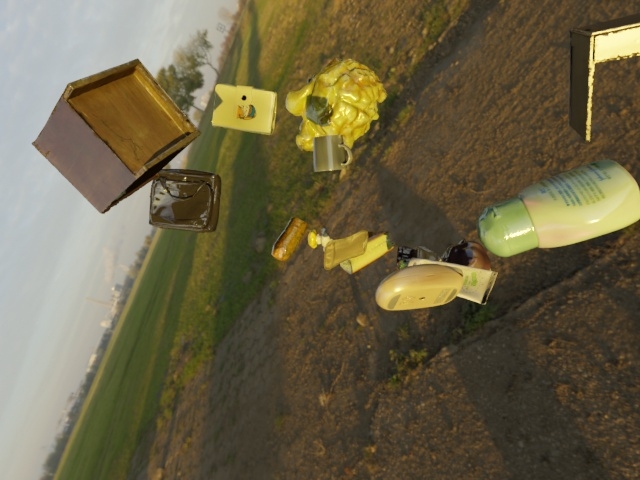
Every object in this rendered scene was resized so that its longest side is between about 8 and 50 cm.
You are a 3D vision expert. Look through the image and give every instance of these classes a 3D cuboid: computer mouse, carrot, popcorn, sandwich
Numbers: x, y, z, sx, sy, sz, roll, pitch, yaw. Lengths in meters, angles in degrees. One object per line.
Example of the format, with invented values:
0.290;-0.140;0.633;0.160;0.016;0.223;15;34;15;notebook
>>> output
0.259;0.122;1.110;0.145;0.237;0.081;98;162;-51;computer mouse
-0.120;-0.003;1.586;0.173;0.082;0.082;-59;18;-15;carrot
0.069;-0.460;1.423;0.279;0.274;0.335;-12;33;49;popcorn
0.197;0.039;1.854;0.236;0.122;0.128;-26;26;-17;sandwich

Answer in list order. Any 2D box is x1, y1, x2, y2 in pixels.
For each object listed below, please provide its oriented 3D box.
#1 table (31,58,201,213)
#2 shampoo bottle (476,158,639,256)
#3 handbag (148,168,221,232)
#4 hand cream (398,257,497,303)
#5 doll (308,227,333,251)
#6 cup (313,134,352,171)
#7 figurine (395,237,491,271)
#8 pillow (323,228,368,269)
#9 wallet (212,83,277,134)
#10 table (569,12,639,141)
-0.361;-0.188;0.759;0.193;0.169;0.172;-26;21;40;table
0.575;-0.068;1.052;0.350;0.151;0.221;-21;33;16;shampoo bottle
-0.530;-0.157;1.622;0.088;0.276;0.243;-3;-81;-84;handbag
0.440;0.127;1.485;0.336;0.076;0.121;14;76;34;hand cream
-0.001;-0.006;1.844;0.135;0.113;0.071;116;175;-47;doll
0.029;-0.198;0.942;0.100;0.078;0.076;5;105;39;cup
0.493;0.114;1.676;0.218;0.366;0.206;-69;-29;-49;figurine
0.101;0.032;1.605;0.033;0.218;0.130;35;135;43;pillow
-0.187;-0.327;1.035;0.039;0.155;0.110;-47;-33;-75;wallet
0.826;-0.441;1.115;0.196;0.251;0.281;-67;-33;-58;table
